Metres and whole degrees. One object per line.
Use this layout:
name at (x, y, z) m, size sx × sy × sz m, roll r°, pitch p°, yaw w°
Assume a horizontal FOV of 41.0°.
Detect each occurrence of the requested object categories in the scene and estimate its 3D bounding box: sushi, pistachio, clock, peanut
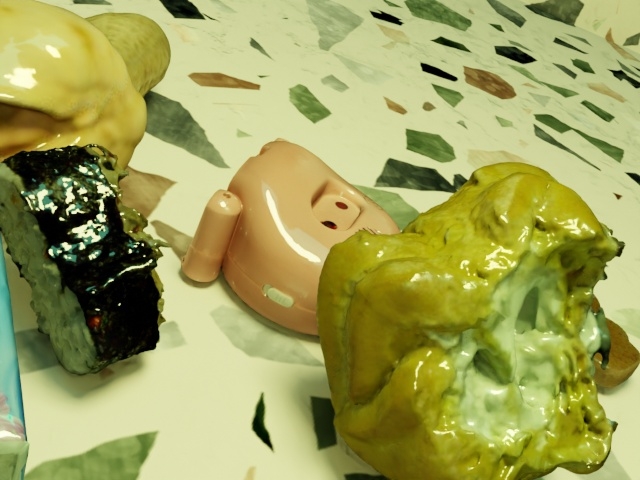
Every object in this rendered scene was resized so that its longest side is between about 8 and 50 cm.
sushi at (-0.211, 0.008, 0.780) m, size 0.115 × 0.147 × 0.213 m, roll -22°, pitch 83°, yaw -33°
pistachio at (-0.344, -0.138, 0.894) m, size 0.321 × 0.229 × 0.238 m, roll 1°, pitch 13°, yaw -20°
clock at (0.000, 0.000, 0.987) m, size 0.241 × 0.142 × 0.227 m, roll 31°, pitch 33°, yaw 5°
peanut at (-0.296, -0.230, 1.153) m, size 0.137 × 0.122 × 0.253 m, roll 24°, pitch 37°, yaw 1°

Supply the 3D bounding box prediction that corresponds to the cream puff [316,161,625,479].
cream puff at (0.126, 0.084, 0.837) m, size 0.269 × 0.323 × 0.274 m, roll 0°, pitch 3°, yaw -7°

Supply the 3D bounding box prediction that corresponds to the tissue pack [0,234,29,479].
tissue pack at (-0.297, 0.099, 0.593) m, size 0.146 × 0.198 × 0.263 m, roll 6°, pitch 36°, yaw -30°

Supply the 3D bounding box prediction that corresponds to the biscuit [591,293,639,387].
biscuit at (0.267, 0.078, 1.126) m, size 0.319 × 0.047 × 0.183 m, roll 28°, pitch 30°, yaw 8°
